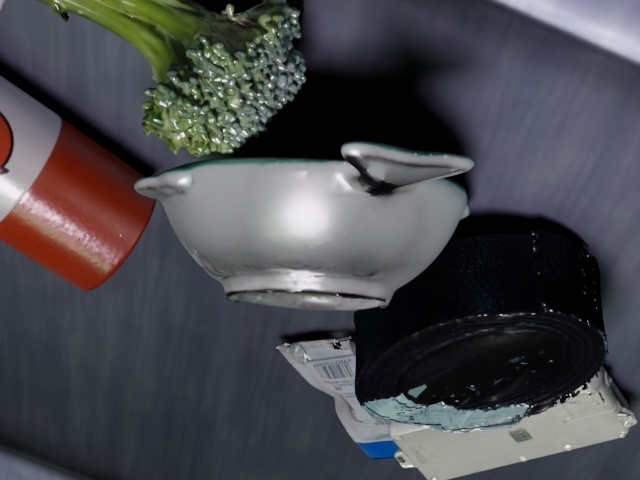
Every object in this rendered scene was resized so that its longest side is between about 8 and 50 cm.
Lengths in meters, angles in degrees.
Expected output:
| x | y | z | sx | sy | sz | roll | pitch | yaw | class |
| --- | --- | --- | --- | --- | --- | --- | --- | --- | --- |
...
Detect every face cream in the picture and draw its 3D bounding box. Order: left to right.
| x | y | z | sx | sy | sz | roll | pitch | yaw | class |
| --- | --- | --- | --- | --- | --- | --- | --- | --- | --- |
| -0.223 | -0.059 | 0.992 | 0.214 | 0.095 | 0.096 | 35 | 142 | -24 | face cream |

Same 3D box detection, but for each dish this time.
| x | y | z | sx | sy | sz | roll | pitch | yaw | class |
| --- | --- | --- | --- | --- | --- | --- | --- | --- | --- |
| 0.000 | 0.000 | 0.906 | 0.224 | 0.078 | 0.246 | 6 | 170 | -23 | dish |

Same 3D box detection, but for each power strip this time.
| x | y | z | sx | sy | sz | roll | pitch | yaw | class |
| --- | --- | --- | --- | --- | --- | --- | --- | --- | --- |
| 0.146 | 0.141 | 1.129 | 0.192 | 0.035 | 0.081 | -18 | 134 | 24 | power strip |

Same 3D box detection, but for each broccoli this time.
| x | y | z | sx | sy | sz | roll | pitch | yaw | class |
| --- | --- | --- | --- | --- | --- | --- | --- | --- | --- |
| -0.106 | -0.129 | 0.859 | 0.204 | 0.122 | 0.118 | 32 | 131 | 5 | broccoli |

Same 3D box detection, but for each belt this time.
| x | y | z | sx | sy | sz | roll | pitch | yaw | class |
| --- | --- | --- | --- | --- | --- | --- | --- | --- | --- |
| 0.108 | 0.068 | 1.016 | 0.151 | 0.078 | 0.198 | 29 | 137 | -35 | belt |

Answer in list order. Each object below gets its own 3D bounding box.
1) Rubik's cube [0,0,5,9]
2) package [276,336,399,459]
| x | y | z | sx | sy | sz | roll | pitch | yaw | class |
| --- | --- | --- | --- | --- | --- | --- | --- | --- | --- |
| -0.283 | -0.250 | 0.557 | 0.316 | 0.318 | 0.322 | 6 | 143 | 19 | Rubik's cube |
| 0.074 | 0.127 | 1.179 | 0.171 | 0.027 | 0.173 | -10 | 137 | 29 | package |
